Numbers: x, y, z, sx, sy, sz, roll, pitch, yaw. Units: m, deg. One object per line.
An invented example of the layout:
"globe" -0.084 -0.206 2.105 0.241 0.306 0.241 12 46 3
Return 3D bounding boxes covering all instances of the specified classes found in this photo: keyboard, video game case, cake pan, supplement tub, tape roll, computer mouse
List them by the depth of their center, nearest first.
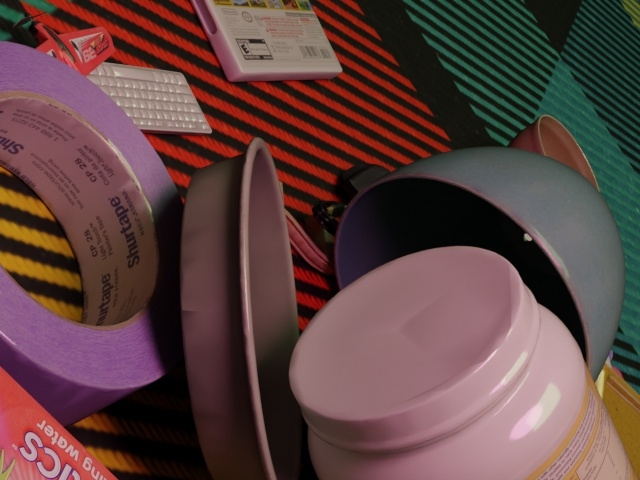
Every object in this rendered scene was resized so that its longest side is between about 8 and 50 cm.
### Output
"tape roll" -0.211 -0.005 0.932 0.275 0.090 0.275 38 36 -34
"cake pan" -0.059 0.066 1.018 0.293 0.054 0.293 -5 90 -84
"supplement tub" 0.135 0.195 1.092 0.331 0.241 0.241 61 26 -28
"keyboard" -0.189 -0.131 1.157 0.256 0.014 0.072 -4 68 -59
"computer mouse" 0.046 -0.047 1.390 0.071 0.041 0.242 52 20 -1
"video game case" -0.078 -0.275 1.450 0.227 0.026 0.206 -14 77 -59

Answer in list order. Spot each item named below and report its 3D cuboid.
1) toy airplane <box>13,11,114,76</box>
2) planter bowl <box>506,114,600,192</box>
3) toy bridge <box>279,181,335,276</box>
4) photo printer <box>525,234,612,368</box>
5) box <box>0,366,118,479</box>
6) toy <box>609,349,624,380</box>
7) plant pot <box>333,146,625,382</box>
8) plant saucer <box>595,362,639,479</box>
"toy airplane" -0.204 -0.132 1.093 0.151 0.028 0.151 37 34 -30
"planter bowl" 0.305 -0.081 1.800 0.162 0.109 0.162 38 36 -36
"toy bridge" 0.000 0.000 1.328 0.188 0.026 0.063 31 41 -44
"photo printer" 0.221 0.078 1.526 0.307 0.107 0.256 26 44 -46
"box" -0.197 0.196 0.720 0.300 0.142 0.154 49 32 -20
"toy" 0.369 0.183 1.723 0.137 0.056 0.237 45 33 -29
"plant pot" 0.185 0.022 1.278 0.195 0.290 0.290 -38 98 -39
"plant saucer" 0.318 0.292 1.408 0.332 0.081 0.333 38 53 -39
